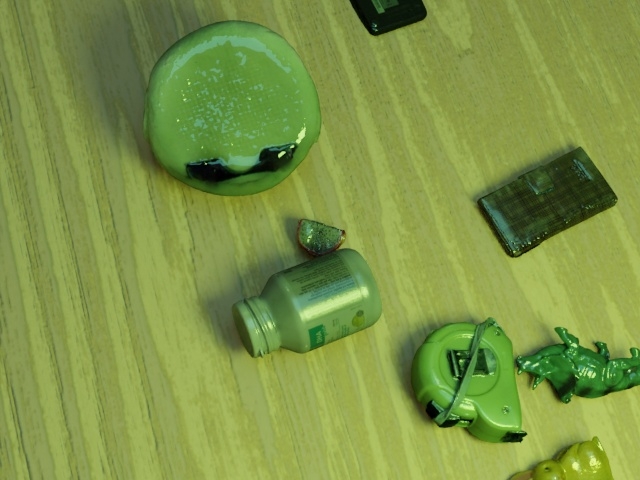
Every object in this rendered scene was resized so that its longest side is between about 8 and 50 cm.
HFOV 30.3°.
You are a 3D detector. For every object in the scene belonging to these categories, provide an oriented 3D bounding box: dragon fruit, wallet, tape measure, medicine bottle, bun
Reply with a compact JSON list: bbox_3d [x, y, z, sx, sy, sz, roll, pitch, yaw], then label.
[{"bbox_3d":[0.000,0.000,1.959,0.083,0.056,0.060,16,88,8],"label":"dragon fruit"},{"bbox_3d":[0.393,-0.067,2.043,0.230,0.042,0.124,-27,75,-16],"label":"wallet"},{"bbox_3d":[0.232,0.213,1.862,0.175,0.106,0.200,4,64,-9],"label":"tape measure"},{"bbox_3d":[-0.024,0.106,1.863,0.215,0.135,0.135,-21,70,-15],"label":"medicine bottle"},{"bbox_3d":[-0.149,-0.217,1.968,0.293,0.187,0.293,-1,94,-8],"label":"bun"}]

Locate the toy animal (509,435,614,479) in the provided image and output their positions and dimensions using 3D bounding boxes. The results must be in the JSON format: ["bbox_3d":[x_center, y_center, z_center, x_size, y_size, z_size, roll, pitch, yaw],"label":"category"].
[{"bbox_3d":[0.371,0.368,1.836,0.159,0.070,0.083,-17,71,-9],"label":"toy animal"}]

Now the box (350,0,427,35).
[{"bbox_3d":[0.123,-0.447,2.187,0.125,0.027,0.126,-21,71,-16],"label":"box"}]

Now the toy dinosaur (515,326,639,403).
[{"bbox_3d":[0.458,0.194,1.917,0.292,0.079,0.120,-8,73,-8],"label":"toy dinosaur"}]
